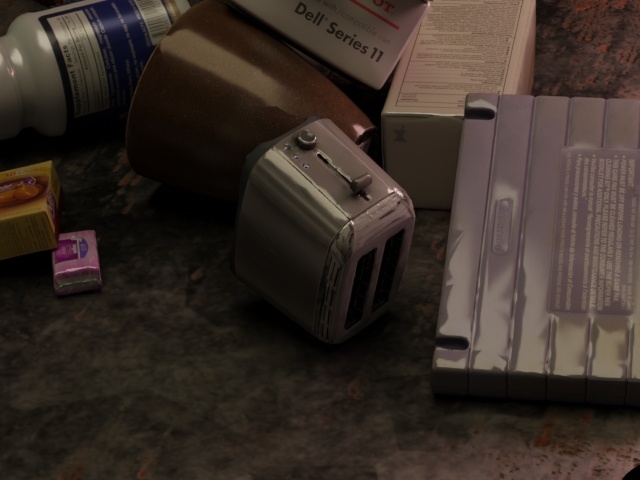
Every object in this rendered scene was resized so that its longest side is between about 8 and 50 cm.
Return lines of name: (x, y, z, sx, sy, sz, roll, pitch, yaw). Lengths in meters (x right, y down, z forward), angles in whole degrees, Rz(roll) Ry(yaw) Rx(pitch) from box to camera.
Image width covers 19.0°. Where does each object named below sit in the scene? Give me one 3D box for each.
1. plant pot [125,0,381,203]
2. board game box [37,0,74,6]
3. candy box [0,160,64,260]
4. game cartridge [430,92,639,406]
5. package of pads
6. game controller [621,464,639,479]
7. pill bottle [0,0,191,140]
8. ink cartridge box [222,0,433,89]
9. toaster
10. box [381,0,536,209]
plant pot: (-0.058, -0.122, 2.091, 0.230, 0.215, 0.215, 26, 41, 20)
board game box: (-0.308, -0.351, 2.505, 0.027, 0.145, 0.281, -32, 42, -33)
candy box: (-0.373, -0.020, 2.051, 0.186, 0.053, 0.109, -11, 32, 4)
game cartridge: (0.240, 0.004, 1.888, 0.230, 0.068, 0.355, 6, 53, 6)
package of pads: (-0.258, 0.023, 2.016, 0.050, 0.032, 0.083, -8, 32, -6)
game controller: (0.328, 0.278, 1.529, 0.166, 0.067, 0.319, -1, 32, 4)
pill bottle: (-0.284, -0.210, 2.273, 0.264, 0.153, 0.153, -17, 35, -20)
ink cartridge box: (0.001, -0.271, 2.168, 0.207, 0.119, 0.353, 31, 3, -5)
toaster: (0.000, 0.000, 1.886, 0.129, 0.227, 0.146, -31, 59, -35)
box: (0.163, -0.165, 2.187, 0.148, 0.121, 0.311, 5, 33, 11)
